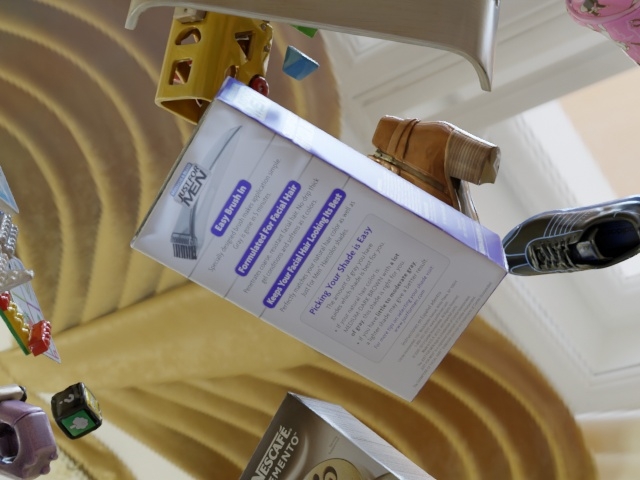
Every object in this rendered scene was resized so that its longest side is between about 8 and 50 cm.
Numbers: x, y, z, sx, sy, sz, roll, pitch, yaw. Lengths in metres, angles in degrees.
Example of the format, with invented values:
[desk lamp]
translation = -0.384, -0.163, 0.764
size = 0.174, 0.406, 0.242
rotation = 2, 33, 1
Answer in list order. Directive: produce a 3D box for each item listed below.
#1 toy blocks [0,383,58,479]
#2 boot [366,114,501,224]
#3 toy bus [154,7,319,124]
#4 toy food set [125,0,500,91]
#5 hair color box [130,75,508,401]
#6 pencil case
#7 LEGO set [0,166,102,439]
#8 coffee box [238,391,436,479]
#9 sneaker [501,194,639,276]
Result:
[toy blocks]
translation = -0.382, 0.337, 1.041
size = 0.260, 0.288, 0.309
rotation = 40, -158, 24
[boot]
translation = 0.155, -0.060, 1.785
size = 0.109, 0.220, 0.283
rotation = -6, -67, -56
[toy bus]
translation = -0.114, -0.226, 1.195
size = 0.104, 0.191, 0.202
rotation = 24, -154, -50
[toy food set]
translation = 0.005, -0.247, 0.914
size = 0.092, 0.306, 0.219
rotation = 96, -177, -67
[hair color box]
translation = 0.000, 0.000, 1.127
size = 0.339, 0.185, 0.110
rotation = 30, -159, -10
[pencil case]
translation = 0.540, -0.300, 1.654
size = 0.386, 0.160, 0.167
rotation = 30, -124, -35
[LEGO set]
translation = -0.180, -0.012, 0.609
size = 0.244, 0.060, 0.182
rotation = 63, 179, 20
[coffee box]
translation = 0.045, 0.341, 1.381
size = 0.119, 0.297, 0.168
rotation = 24, -85, -48
[sneaker]
translation = 0.328, 0.003, 1.421
size = 0.081, 0.232, 0.090
rotation = 63, -148, -10
